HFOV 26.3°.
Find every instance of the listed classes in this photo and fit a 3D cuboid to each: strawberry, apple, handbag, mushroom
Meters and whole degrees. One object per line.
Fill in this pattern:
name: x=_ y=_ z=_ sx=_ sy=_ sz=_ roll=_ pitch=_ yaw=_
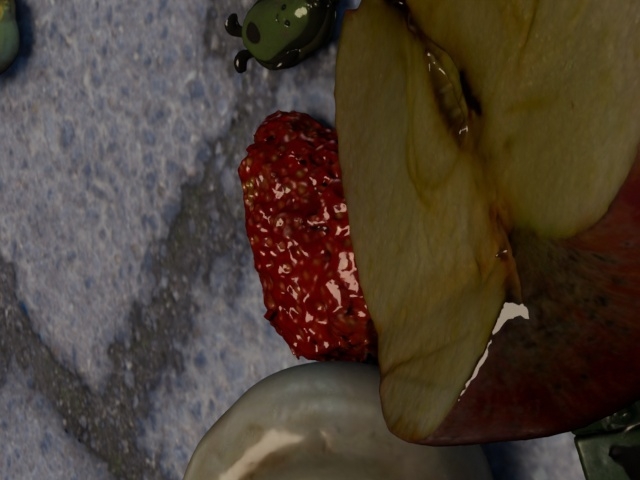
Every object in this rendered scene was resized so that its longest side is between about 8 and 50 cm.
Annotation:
strawberry: x=0.007 y=-0.012 z=1.040 sx=0.174 sy=0.098 sz=0.228 roll=-32 pitch=74 yaw=42
apple: x=0.115 y=-0.076 z=0.782 sx=0.329 sy=0.295 sz=0.365 roll=-32 pitch=43 yaw=13
handbag: x=-0.025 y=-0.174 z=1.085 sx=0.111 sy=0.047 sz=0.072 roll=-20 pitch=83 yaw=47
mushroom: x=0.009 y=0.217 z=0.958 sx=0.243 sy=0.243 sz=0.243 roll=8 pitch=102 yaw=44

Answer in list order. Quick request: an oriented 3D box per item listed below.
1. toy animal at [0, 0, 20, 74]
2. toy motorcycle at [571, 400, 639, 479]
toy animal: x=-0.406 y=-0.208 z=1.425 sx=0.233 sy=0.121 sz=0.169 roll=-37 pitch=80 yaw=45
toy motorcycle: x=0.222 y=0.153 z=0.803 sx=0.275 sy=0.127 sz=0.205 roll=-12 pitch=102 yaw=37
